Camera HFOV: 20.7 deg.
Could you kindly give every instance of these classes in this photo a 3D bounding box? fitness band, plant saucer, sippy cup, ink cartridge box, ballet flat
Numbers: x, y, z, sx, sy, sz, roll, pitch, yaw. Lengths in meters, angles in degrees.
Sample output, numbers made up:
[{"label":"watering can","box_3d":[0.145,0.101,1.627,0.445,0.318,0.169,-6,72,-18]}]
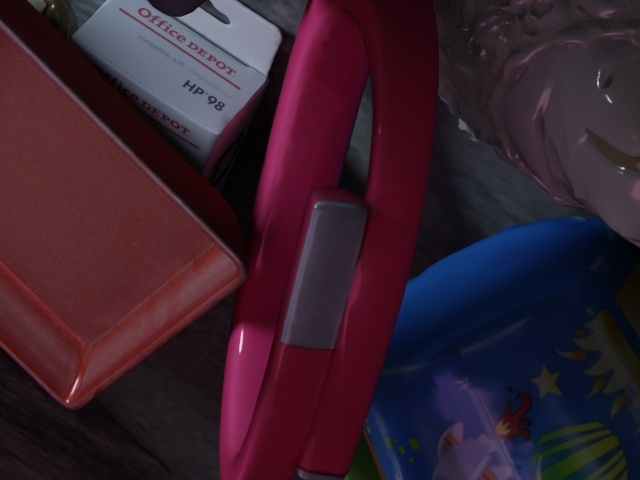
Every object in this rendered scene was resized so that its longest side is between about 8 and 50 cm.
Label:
[{"label":"fitness band","box_3d":[0.000,0.000,0.900,0.054,0.209,0.291,11,120,-10]},{"label":"plant saucer","box_3d":[-0.178,-0.037,1.042,0.259,0.048,0.258,45,142,-7]},{"label":"sippy cup","box_3d":[0.131,0.116,0.942,0.305,0.240,0.224,-23,106,20]},{"label":"ink cartridge box","box_3d":[-0.099,-0.075,1.028,0.104,0.060,0.180,33,142,5]},{"label":"ballet flat","box_3d":[0.206,-0.043,0.778,0.409,0.147,0.147,15,137,26]}]

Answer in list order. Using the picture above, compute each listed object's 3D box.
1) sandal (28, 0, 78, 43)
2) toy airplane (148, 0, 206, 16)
[{"label":"sandal","box_3d":[-0.181,-0.098,1.075,0.072,0.049,0.180,51,140,7]},{"label":"toy airplane","box_3d":[-0.165,-0.188,0.698,0.272,0.386,0.384,20,144,43]}]
